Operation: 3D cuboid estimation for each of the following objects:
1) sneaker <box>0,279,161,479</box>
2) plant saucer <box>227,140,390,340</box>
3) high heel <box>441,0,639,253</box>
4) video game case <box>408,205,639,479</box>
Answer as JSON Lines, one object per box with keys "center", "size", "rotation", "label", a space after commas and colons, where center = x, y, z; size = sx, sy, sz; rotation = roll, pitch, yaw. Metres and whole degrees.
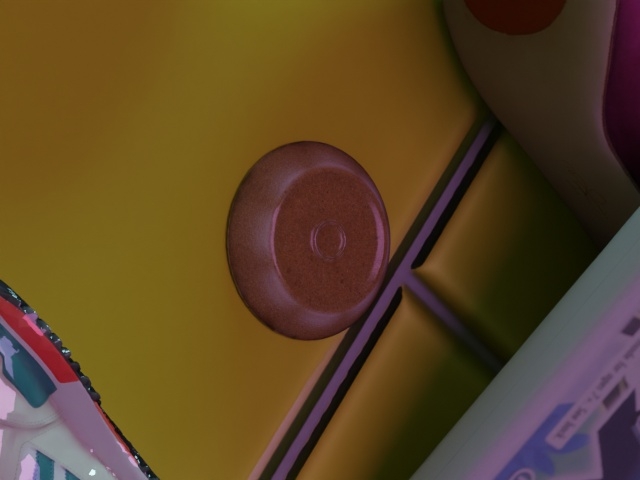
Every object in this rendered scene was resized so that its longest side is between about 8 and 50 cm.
{"center": [-0.100, 0.092, 0.596], "size": [0.075, 0.057, 0.161], "rotation": [-37, 112, -13], "label": "sneaker"}
{"center": [0.000, 0.000, 0.687], "size": [0.083, 0.015, 0.083], "rotation": [0, 89, -36], "label": "plant saucer"}
{"center": [0.163, -0.074, 0.738], "size": [0.181, 0.127, 0.377], "rotation": [-20, 116, -25], "label": "high heel"}
{"center": [0.209, 0.095, 0.731], "size": [0.300, 0.036, 0.329], "rotation": [35, 97, -32], "label": "video game case"}
